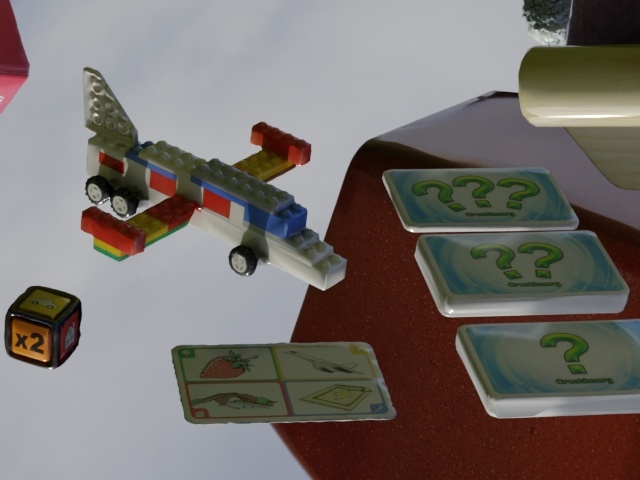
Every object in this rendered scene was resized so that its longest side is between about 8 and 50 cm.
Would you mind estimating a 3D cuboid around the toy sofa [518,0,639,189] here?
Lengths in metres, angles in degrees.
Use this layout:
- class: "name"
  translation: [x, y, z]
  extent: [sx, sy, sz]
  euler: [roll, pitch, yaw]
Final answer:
- class: "toy sofa"
  translation: [0.165, -0.205, 0.679]
  extent: [0.150, 0.177, 0.362]
  euler: [2, -106, 25]

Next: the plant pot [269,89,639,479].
- class: "plant pot"
  translation: [0.129, 0.058, 1.074]
  extent: [0.267, 0.235, 0.267]
  euler: [-26, 139, -57]

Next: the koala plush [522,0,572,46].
- class: "koala plush"
  translation: [0.217, -0.279, 1.645]
  extent: [0.221, 0.196, 0.203]
  euler: [-31, -170, -32]

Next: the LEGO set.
- class: "LEGO set"
  translation: [0.000, 0.000, 0.753]
  extent: [0.182, 0.244, 0.060]
  euler: [-109, -158, -57]

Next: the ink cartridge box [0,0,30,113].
- class: "ink cartridge box"
  translation: [-0.308, -0.089, 1.070]
  extent: [0.172, 0.237, 0.100]
  euler: [-44, -124, 42]
